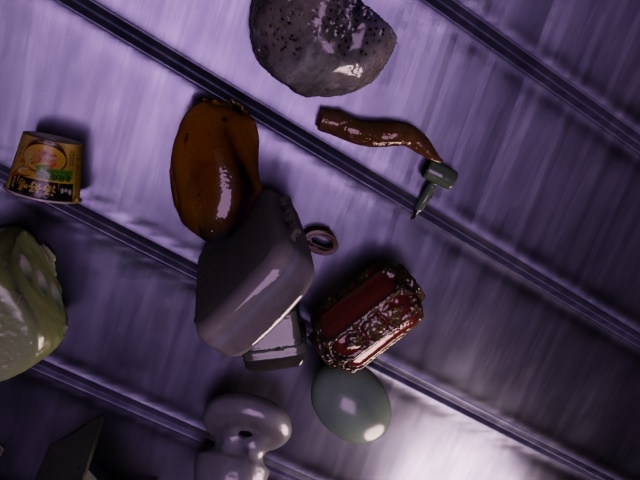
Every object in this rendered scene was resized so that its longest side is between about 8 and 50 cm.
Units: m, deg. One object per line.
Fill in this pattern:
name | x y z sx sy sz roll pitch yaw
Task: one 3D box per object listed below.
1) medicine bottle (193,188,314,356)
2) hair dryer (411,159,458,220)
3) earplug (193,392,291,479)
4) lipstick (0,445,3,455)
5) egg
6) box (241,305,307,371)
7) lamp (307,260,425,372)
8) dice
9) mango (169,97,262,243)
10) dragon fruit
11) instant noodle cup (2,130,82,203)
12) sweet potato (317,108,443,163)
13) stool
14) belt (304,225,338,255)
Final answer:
medicine bottle | -0.137 0.053 1.379 0.282 0.375 0.123 -44 114 11
hair dryer | 0.237 -0.105 1.550 0.071 0.047 0.150 24 117 -11
earplug | -0.194 0.497 1.652 0.214 0.175 0.326 18 108 -6
lipstick | -0.822 0.530 1.667 0.129 0.030 0.030 -32 112 6
egg | 0.074 0.382 1.644 0.168 0.168 0.231 -37 113 8
box | -0.106 0.190 1.529 0.147 0.210 0.129 -8 105 -2
lamp | 0.102 0.169 1.555 0.274 0.177 0.177 -39 111 -2
dice | -0.675 0.132 1.413 0.254 0.250 0.252 -18 113 0
mango | -0.211 -0.141 1.395 0.201 0.152 0.288 0 95 15
dragon fruit | -0.007 -0.376 1.318 0.283 0.221 0.204 34 98 -20
instant noodle cup | -0.543 -0.146 1.383 0.151 0.151 0.122 11 103 -11
sweet potato | 0.133 -0.225 1.471 0.281 0.067 0.059 8 152 -10
stool | -0.521 0.599 1.603 0.170 0.270 0.244 -29 111 6
belt | 0.000 0.000 1.558 0.083 0.036 0.059 19 107 -14
